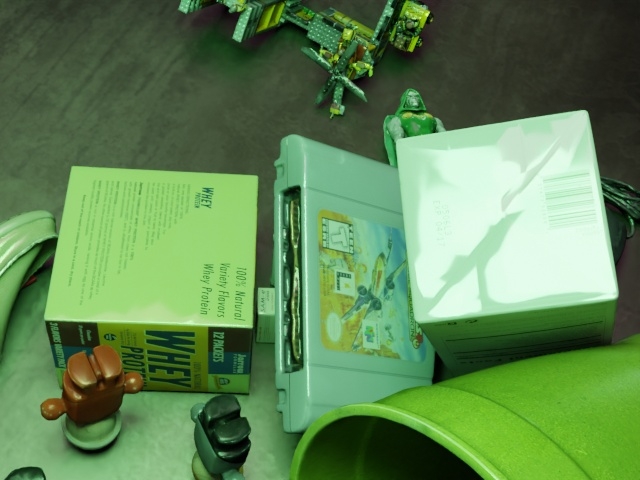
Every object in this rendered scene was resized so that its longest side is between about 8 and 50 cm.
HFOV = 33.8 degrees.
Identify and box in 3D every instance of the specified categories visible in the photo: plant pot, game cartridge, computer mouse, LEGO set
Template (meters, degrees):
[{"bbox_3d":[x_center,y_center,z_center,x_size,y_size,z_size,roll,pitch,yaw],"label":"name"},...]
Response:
[{"bbox_3d":[0.223,0.246,0.908,0.353,0.366,0.366,-21,58,-34],"label":"plant pot"},{"bbox_3d":[0.039,0.053,1.084,0.198,0.062,0.297,11,71,-39],"label":"game cartridge"},{"bbox_3d":[0.289,-0.002,1.244,0.188,0.072,0.272,21,54,8],"label":"computer mouse"},{"bbox_3d":[-0.023,-0.340,1.344,0.331,0.255,0.192,37,30,6],"label":"LEGO set"}]

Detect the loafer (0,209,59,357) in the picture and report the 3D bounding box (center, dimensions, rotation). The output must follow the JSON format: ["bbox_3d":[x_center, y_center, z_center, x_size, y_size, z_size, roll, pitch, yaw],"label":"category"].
[{"bbox_3d":[-0.359,0.082,1.097,0.092,0.102,0.268,39,71,4],"label":"loafer"}]

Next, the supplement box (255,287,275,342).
[{"bbox_3d":[-0.021,0.083,1.151,0.098,0.062,0.036,2,54,-6],"label":"supplement box"}]

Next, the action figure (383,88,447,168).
[{"bbox_3d":[0.133,-0.092,1.297,0.137,0.063,0.232,-1,57,-22],"label":"action figure"}]

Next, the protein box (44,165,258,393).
[{"bbox_3d":[-0.170,0.043,1.119,0.201,0.136,0.200,2,53,-4],"label":"protein box"}]

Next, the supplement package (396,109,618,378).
[{"bbox_3d":[0.190,0.019,1.036,0.175,0.293,0.177,-8,72,11],"label":"supplement package"}]

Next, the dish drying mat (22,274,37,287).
[{"bbox_3d":[-0.360,0.053,1.170,0.083,0.008,0.032,-30,63,-24],"label":"dish drying mat"}]

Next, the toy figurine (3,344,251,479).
[{"bbox_3d":[-0.179,0.228,0.983,0.209,0.148,0.213,19,52,0],"label":"toy figurine"}]

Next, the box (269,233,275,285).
[{"bbox_3d":[0.000,0.000,1.191,0.087,0.101,0.102,18,55,7],"label":"box"}]
